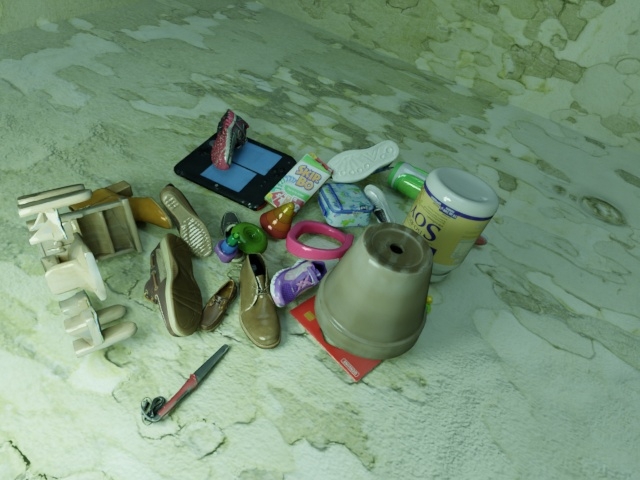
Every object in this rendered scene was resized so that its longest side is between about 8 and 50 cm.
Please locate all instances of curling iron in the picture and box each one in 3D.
[{"bbox_3d":[-0.331,0.346,1.101,0.068,0.035,0.274,34,47,20],"label":"curling iron"}]

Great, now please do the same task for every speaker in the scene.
[{"bbox_3d":[0.426,-0.207,1.795,0.297,0.131,0.131,33,47,18],"label":"speaker"}]

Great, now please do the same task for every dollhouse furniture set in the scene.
[{"bbox_3d":[-0.579,0.025,1.150,0.257,0.361,0.394,-21,24,-29],"label":"dollhouse furniture set"}]

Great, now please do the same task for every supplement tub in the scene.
[{"bbox_3d":[0.404,-0.049,1.463,0.241,0.331,0.240,13,37,-10],"label":"supplement tub"}]

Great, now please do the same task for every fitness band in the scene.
[{"bbox_3d":[0.000,0.000,1.452,0.209,0.054,0.291,16,20,6],"label":"fitness band"}]

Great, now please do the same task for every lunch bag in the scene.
[{"bbox_3d":[0.086,-0.135,1.642,0.176,0.090,0.218,-2,35,-15],"label":"lunch bag"}]

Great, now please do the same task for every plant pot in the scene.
[{"bbox_3d":[0.168,0.113,1.200,0.324,0.280,0.322,9,43,-9],"label":"plant pot"}]

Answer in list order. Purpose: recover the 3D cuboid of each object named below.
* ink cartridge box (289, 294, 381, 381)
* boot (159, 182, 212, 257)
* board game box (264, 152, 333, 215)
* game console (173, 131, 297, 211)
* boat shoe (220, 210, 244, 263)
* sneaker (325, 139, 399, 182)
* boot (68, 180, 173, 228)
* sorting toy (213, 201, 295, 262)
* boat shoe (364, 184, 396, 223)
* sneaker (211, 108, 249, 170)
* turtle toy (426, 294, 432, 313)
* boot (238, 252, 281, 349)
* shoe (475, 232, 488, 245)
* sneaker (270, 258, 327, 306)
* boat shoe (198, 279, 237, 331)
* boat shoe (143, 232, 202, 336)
[{"bbox_3d":[0.100,0.229,1.311,0.261,0.066,0.296,-27,57,-36],"label":"ink cartridge box"},{"bbox_3d":[-0.432,-0.073,1.442,0.090,0.248,0.207,-30,20,-6],"label":"boot"},{"bbox_3d":[-0.074,-0.206,1.627,0.124,0.039,0.259,41,74,1],"label":"board game box"},{"bbox_3d":[-0.319,-0.289,1.736,0.387,0.060,0.342,25,44,12],"label":"game console"},{"bbox_3d":[-0.286,-0.026,1.463,0.080,0.073,0.223,0,47,-17],"label":"boat shoe"},{"bbox_3d":[0.149,-0.302,1.807,0.323,0.236,0.130,-23,91,-12],"label":"sneaker"},{"bbox_3d":[-0.642,-0.072,1.414,0.295,0.104,0.211,32,53,22],"label":"boot"},{"bbox_3d":[-0.186,-0.046,1.410,0.127,0.126,0.366,47,35,6],"label":"sorting toy"},{"bbox_3d":[0.216,-0.122,1.653,0.063,0.066,0.184,-37,103,-54],"label":"boat shoe"},{"bbox_3d":[-0.343,-0.390,1.721,0.112,0.121,0.298,27,48,-29],"label":"sneaker"},{"bbox_3d":[0.299,0.185,1.399,0.066,0.095,0.130,-31,56,-12],"label":"turtle toy"},{"bbox_3d":[-0.180,0.165,1.270,0.113,0.115,0.305,-4,48,-21],"label":"boot"},{"bbox_3d":[0.538,-0.004,1.667,0.178,0.063,0.081,20,45,14],"label":"shoe"},{"bbox_3d":[-0.056,0.116,1.314,0.105,0.095,0.236,-8,17,31],"label":"sneaker"},{"bbox_3d":[-0.294,0.181,1.261,0.064,0.060,0.177,22,44,8],"label":"boat shoe"},{"bbox_3d":[-0.429,0.137,1.248,0.123,0.123,0.341,-33,54,14],"label":"boat shoe"}]
